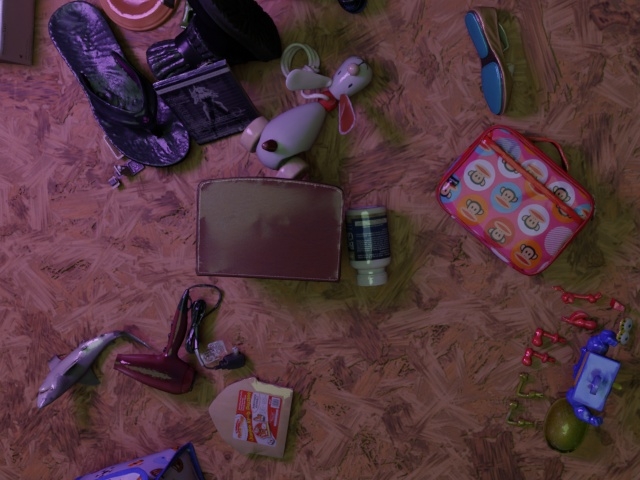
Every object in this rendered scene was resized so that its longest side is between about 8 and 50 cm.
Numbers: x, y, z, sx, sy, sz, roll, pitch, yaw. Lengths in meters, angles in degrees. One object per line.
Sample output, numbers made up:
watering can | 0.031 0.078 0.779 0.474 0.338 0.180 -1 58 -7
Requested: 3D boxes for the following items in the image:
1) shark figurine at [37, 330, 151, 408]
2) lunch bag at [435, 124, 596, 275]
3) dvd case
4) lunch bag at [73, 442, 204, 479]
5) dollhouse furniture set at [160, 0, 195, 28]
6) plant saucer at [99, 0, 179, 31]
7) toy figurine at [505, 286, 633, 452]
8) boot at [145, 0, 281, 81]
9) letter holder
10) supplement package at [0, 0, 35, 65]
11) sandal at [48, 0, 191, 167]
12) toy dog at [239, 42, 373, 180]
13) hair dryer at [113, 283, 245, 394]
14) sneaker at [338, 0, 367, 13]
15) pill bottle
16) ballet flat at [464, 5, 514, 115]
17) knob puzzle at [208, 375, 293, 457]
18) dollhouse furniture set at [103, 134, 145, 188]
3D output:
shark figurine | -0.547 0.297 1.878 0.278 0.166 0.116 -37 115 -5
lunch bag | 0.417 -0.098 1.642 0.293 0.120 0.258 40 97 2
dvd case | -0.237 -0.293 1.690 0.164 0.221 0.018 -16 60 11
lunch bag | -0.459 0.633 1.738 0.328 0.385 0.239 -21 93 12
dollhouse furniture set | -0.166 -0.517 1.647 0.301 0.197 0.151 10 96 9
plant saucer | -0.415 -0.577 1.767 0.200 0.037 0.200 1 96 9
toy figurine | 0.522 0.290 1.612 0.191 0.217 0.362 22 99 7
boot | -0.256 -0.423 1.594 0.260 0.348 0.131 -11 72 17
letter holder | -0.104 -0.040 1.661 0.302 0.152 0.214 3 104 -1
supplement package | -0.778 -0.545 1.779 0.204 0.145 0.262 7 98 9
sandal | -0.464 -0.345 1.751 0.167 0.107 0.446 -38 89 -3
toy dog | -0.035 -0.267 1.650 0.220 0.161 0.334 24 90 5
hair dryer | -0.340 0.246 1.820 0.293 0.080 0.223 -24 90 -10
sneaker | 0.055 -0.602 1.653 0.081 0.090 0.232 -10 95 12
pill bottle | 0.106 0.011 1.714 0.094 0.094 0.169 -5 95 10
ballet flat | 0.370 -0.381 1.636 0.073 0.080 0.232 -18 96 -18
knob puzzle | -0.167 0.410 1.841 0.213 0.030 0.213 1 97 10
dollhouse furniture set | -0.485 -0.189 1.801 0.091 0.081 0.114 -34 90 12
